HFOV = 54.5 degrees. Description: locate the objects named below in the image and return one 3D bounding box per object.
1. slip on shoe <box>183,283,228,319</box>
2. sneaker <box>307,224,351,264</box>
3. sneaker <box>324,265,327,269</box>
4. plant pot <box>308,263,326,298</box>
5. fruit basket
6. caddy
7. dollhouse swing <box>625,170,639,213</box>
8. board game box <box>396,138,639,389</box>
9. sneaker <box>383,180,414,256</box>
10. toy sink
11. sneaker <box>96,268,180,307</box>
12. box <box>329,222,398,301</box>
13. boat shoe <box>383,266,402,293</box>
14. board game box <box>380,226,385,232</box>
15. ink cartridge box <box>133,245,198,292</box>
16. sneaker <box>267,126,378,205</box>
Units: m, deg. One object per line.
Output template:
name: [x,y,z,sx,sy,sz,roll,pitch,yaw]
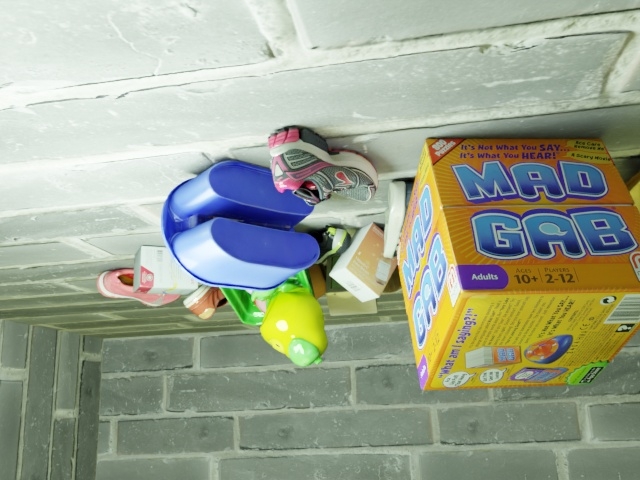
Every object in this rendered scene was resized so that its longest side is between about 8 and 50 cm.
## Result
slip on shoe: [-0.346,0.171,2.051,0.123,0.101,0.331,-38,-174,16]
sneaker: [0.000,0.000,1.779,0.097,0.084,0.234,30,153,-18]
sneaker: [0.064,0.130,2.219,0.234,0.078,0.106,-5,167,19]
plant pot: [-0.074,0.136,2.041,0.187,0.205,0.205,-20,162,8]
fruit basket: [-0.121,0.176,1.709,0.282,0.392,0.392,-4,165,8]
caddy: [-0.164,-0.023,1.314,0.341,0.241,0.179,11,156,-39]
dollhouse swing: [0.827,-0.095,1.445,0.346,0.305,0.315,-15,-158,14]
board game box: [0.372,0.050,1.219,0.356,0.356,0.357,-1,142,-5]
sneaker: [0.232,-0.038,1.513,0.148,0.131,0.350,2,165,3]
toy sink: [0.100,0.107,1.989,0.152,0.234,0.131,-4,136,9]
sneaker: [-0.611,0.163,2.179,0.313,0.116,0.136,11,159,-39]
box: [0.130,0.061,1.718,0.130,0.170,0.091,39,151,-14]
boat shoe: [0.320,0.136,2.241,0.096,0.098,0.277,9,160,-34]
board game box: [0.269,-0.031,1.732,0.136,0.035,0.201,7,162,-31]
ink cartridge box: [-0.476,0.095,1.916,0.176,0.128,0.127,5,164,-24]
sneaker: [0.005,-0.119,1.219,0.120,0.112,0.299,-14,162,38]
